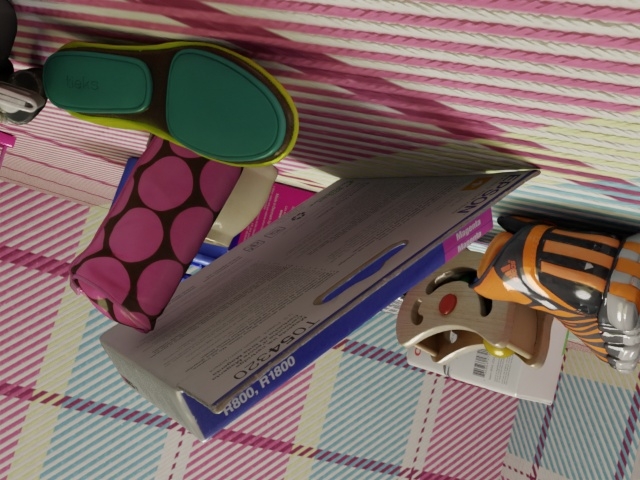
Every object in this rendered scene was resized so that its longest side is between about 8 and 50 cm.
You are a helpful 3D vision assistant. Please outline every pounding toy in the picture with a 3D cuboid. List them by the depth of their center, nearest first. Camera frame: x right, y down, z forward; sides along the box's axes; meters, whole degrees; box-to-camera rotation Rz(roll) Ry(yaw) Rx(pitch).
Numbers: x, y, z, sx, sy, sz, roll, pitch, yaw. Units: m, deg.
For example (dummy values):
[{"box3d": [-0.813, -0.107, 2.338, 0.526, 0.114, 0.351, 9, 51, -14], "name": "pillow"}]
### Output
[{"box3d": [0.155, 0.076, 1.018, 0.154, 0.154, 0.269, 29, 178, -27], "name": "pounding toy"}]

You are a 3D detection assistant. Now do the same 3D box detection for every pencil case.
[{"box3d": [-0.145, -0.027, 0.718, 0.098, 0.209, 0.095, 30, 164, -12], "name": "pencil case"}]

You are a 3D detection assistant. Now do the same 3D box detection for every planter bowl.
[{"box3d": [-0.143, -0.054, 0.972, 0.162, 0.109, 0.162, 15, 175, 1], "name": "planter bowl"}]

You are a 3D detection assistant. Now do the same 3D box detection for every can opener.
[{"box3d": [-0.253, -0.137, 0.648, 0.074, 0.093, 0.280, 19, -178, -18], "name": "can opener"}]

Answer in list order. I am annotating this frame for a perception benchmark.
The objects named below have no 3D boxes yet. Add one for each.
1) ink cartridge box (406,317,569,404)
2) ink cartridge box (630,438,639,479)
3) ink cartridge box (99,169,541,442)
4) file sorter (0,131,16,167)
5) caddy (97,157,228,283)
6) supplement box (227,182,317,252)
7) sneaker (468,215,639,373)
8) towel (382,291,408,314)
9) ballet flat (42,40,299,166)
[{"box3d": [0.309, 0.169, 1.482, 0.114, 0.199, 0.272, 18, 175, -37], "name": "ink cartridge box"}, {"box3d": [0.414, 0.153, 0.808, 0.100, 0.237, 0.172, 10, 173, 45], "name": "ink cartridge box"}, {"box3d": [-0.012, 0.045, 0.719, 0.330, 0.324, 0.072, 7, 128, 62], "name": "ink cartridge box"}, {"box3d": [-0.704, -0.131, 1.405, 0.202, 0.182, 0.290, 20, 173, -39], "name": "file sorter"}, {"box3d": [-0.196, -0.002, 1.291, 0.241, 0.179, 0.341, 11, 173, 30], "name": "caddy"}, {"box3d": [0.000, 0.000, 1.104, 0.219, 0.114, 0.111, 16, 174, 7], "name": "supplement box"}, {"box3d": [0.271, 0.046, 0.876, 0.180, 0.125, 0.321, 17, 165, 28], "name": "sneaker"}, {"box3d": [0.094, 0.053, 1.310, 0.283, 0.121, 0.235, 17, 173, -18], "name": "towel"}, {"box3d": [-0.099, -0.107, 0.582, 0.230, 0.077, 0.077, 16, -163, 28], "name": "ballet flat"}]
